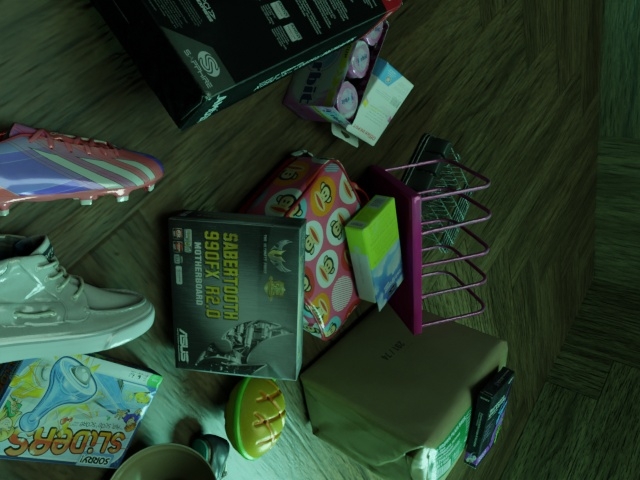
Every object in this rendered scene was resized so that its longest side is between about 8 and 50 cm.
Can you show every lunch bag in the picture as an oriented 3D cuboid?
[{"bbox_3d":[0.000,0.000,0.902,0.258,0.120,0.293,-53,137,-26],"label":"lunch bag"}]

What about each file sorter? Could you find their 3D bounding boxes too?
[{"bbox_3d":[0.225,-0.001,1.060,0.182,0.202,0.291,-11,116,-12],"label":"file sorter"}]

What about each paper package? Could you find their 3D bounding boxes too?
[{"bbox_3d":[0.173,0.298,1.069,0.325,0.309,0.168,-34,127,-38],"label":"paper package"}]

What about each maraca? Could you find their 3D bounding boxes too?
[{"bbox_3d":[-0.108,0.276,0.891,0.127,0.099,0.186,57,33,-54],"label":"maraca"}]

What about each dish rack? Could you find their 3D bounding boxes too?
[{"bbox_3d":[0.287,-0.101,1.264,0.271,0.074,0.208,43,70,-51],"label":"dish rack"}]

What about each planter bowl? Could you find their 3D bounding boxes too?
[{"bbox_3d":[-0.222,0.391,0.756,0.162,0.162,0.109,-49,161,-29],"label":"planter bowl"}]

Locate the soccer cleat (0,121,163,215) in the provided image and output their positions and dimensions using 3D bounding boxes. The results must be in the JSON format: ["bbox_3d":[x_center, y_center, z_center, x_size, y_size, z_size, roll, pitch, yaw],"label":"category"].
[{"bbox_3d":[-0.282,-0.085,0.561,0.248,0.083,0.095,-17,111,-44],"label":"soccer cleat"}]

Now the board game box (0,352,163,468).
[{"bbox_3d":[-0.312,0.209,0.659,0.201,0.035,0.136,38,73,-50],"label":"board game box"}]

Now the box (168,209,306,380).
[{"bbox_3d":[-0.115,0.078,0.739,0.056,0.183,0.231,-64,158,-71],"label":"box"}]

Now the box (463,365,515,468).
[{"bbox_3d":[0.320,0.333,0.987,0.116,0.029,0.162,-20,121,-48],"label":"box"}]

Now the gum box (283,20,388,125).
[{"bbox_3d":[0.027,-0.289,0.842,0.062,0.107,0.188,27,81,-52],"label":"gum box"}]

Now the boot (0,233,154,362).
[{"bbox_3d":[-0.296,0.055,0.573,0.258,0.095,0.123,-5,113,-49],"label":"boot"}]

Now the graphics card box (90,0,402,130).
[{"bbox_3d":[-0.082,-0.316,0.635,0.371,0.094,0.233,-41,102,-36],"label":"graphics card box"}]

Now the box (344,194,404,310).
[{"bbox_3d":[0.100,0.023,0.919,0.109,0.042,0.178,-45,135,-39],"label":"box"}]

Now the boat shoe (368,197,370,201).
[{"bbox_3d":[0.096,-0.014,1.073,0.056,0.048,0.153,-13,112,-49],"label":"boat shoe"}]

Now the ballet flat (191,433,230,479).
[{"bbox_3d":[-0.192,0.417,0.856,0.074,0.074,0.203,15,88,-52],"label":"ballet flat"}]

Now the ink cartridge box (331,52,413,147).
[{"bbox_3d":[0.070,-0.241,0.903,0.092,0.090,0.143,17,112,-51],"label":"ink cartridge box"}]
